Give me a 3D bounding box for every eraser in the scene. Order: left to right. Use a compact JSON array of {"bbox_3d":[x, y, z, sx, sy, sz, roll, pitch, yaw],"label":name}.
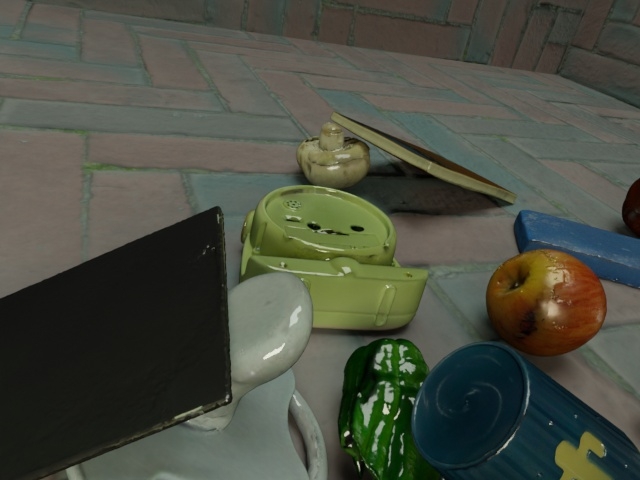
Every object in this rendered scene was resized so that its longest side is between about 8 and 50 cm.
[{"bbox_3d":[0.522,0.022,0.975,0.311,0.043,0.144,16,30,6],"label":"eraser"}]

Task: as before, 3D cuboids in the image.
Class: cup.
[{"bbox_3d":[0.152,0.184,0.421,0.155,0.176,0.131,42,-22,-20],"label":"cup"}]

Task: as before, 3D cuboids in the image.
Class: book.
[{"bbox_3d":[0.224,-0.168,1.096,0.373,0.028,0.262,7,25,-47],"label":"book"}]

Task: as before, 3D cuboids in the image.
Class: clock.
[{"bbox_3d":[0.000,0.000,0.756,0.234,0.096,0.308,4,29,-14],"label":"clock"}]

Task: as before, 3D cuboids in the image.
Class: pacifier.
[{"bbox_3d":[-0.067,0.109,0.434,0.227,0.207,0.279,21,26,-22],"label":"pacifier"}]

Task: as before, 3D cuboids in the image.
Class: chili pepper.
[{"bbox_3d":[0.055,0.194,0.455,0.099,0.083,0.253,29,36,-9],"label":"chili pepper"}]

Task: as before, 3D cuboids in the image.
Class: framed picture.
[{"bbox_3d":[-0.223,0.092,0.421,0.323,0.013,0.244,-23,33,3],"label":"framed picture"}]

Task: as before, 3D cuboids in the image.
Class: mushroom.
[{"bbox_3d":[0.024,-0.168,1.031,0.154,0.123,0.154,-2,31,1],"label":"mushroom"}]

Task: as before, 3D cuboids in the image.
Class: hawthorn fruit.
[{"bbox_3d":[0.737,-0.074,1.093,0.185,0.185,0.202,33,31,31],"label":"hawthorn fruit"}]

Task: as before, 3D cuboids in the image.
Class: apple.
[{"bbox_3d":[0.284,0.079,0.679,0.146,0.147,0.146,10,29,-6],"label":"apple"}]
